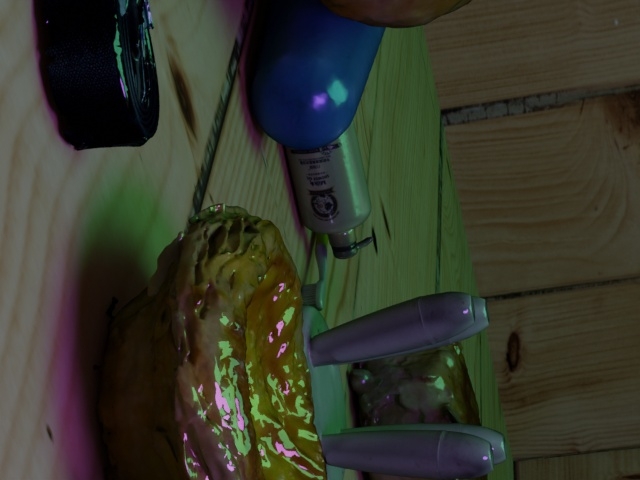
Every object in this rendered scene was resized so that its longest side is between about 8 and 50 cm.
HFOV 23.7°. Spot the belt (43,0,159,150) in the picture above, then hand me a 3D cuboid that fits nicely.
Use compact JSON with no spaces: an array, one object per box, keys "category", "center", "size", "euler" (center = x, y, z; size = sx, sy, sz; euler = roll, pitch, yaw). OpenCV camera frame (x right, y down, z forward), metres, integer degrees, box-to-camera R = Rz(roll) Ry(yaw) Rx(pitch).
[{"category":"belt","center":[-0.139,-0.126,0.986],"size":[0.105,0.058,0.140],"euler":[26,56,-81]}]

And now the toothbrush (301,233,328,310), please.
[{"category":"toothbrush","center":[0.000,0.000,1.712],"size":[0.288,0.024,0.021],"euler":[-82,163,-61]}]

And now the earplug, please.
[{"category":"earplug","center":[-0.004,-0.191,1.566],"size":[0.273,0.132,0.132],"euler":[-77,157,-53]}]

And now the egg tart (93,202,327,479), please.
[{"category":"egg tart","center":[-0.072,0.116,1.015],"size":[0.295,0.116,0.294],"euler":[-9,90,-81]}]

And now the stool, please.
[{"category":"stool","center":[0.074,0.149,1.522],"size":[0.195,0.199,0.195],"euler":[24,58,-79]}]

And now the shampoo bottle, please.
[{"category":"shampoo bottle","center":[0.011,-0.056,1.647],"size":[0.079,0.079,0.162],"euler":[-71,151,-67]}]

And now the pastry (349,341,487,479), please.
[{"category":"pastry","center":[0.135,0.248,1.916],"size":[0.329,0.136,0.329],"euler":[-9,90,-79]}]

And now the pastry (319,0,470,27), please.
[{"category":"pastry","center":[0.047,-0.401,1.465],"size":[0.409,0.245,0.409],"euler":[44,28,-31]}]
